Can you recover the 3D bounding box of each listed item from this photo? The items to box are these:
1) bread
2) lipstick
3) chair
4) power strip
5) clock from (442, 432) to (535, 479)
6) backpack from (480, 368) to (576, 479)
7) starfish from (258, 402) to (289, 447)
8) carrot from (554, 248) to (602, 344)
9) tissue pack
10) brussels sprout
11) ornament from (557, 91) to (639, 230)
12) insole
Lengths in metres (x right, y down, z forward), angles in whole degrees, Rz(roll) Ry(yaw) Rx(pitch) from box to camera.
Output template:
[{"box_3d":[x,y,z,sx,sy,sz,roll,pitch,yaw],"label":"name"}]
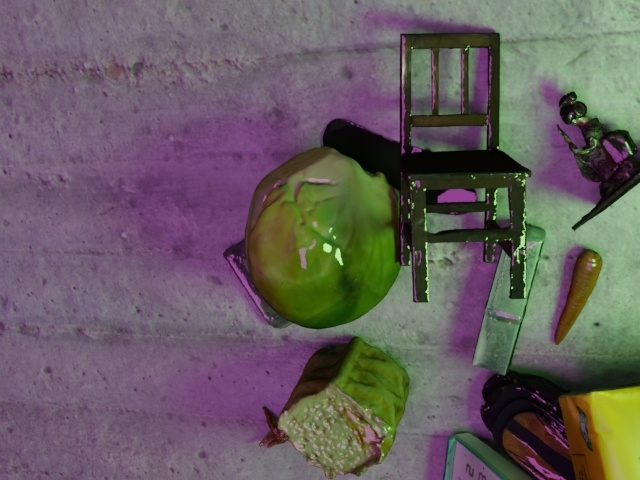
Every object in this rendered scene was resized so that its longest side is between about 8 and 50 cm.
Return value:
[{"box_3d":[0.050,0.326,1.932,0.238,0.252,0.196,34,117,9],"label":"bread"},{"box_3d":[0.351,0.107,1.824,0.076,0.077,0.290,16,114,16],"label":"lipstick"},{"box_3d":[0.233,-0.131,1.641,0.203,0.240,0.416,-2,106,0],"label":"chair"},{"box_3d":[-0.083,0.072,1.991,0.198,0.064,0.213,-33,94,26],"label":"power strip"},{"box_3d":[0.347,0.545,1.950,0.231,0.116,0.262,35,128,54],"label":"clock"},{"box_3d":[0.421,0.353,1.872,0.258,0.133,0.206,36,127,12],"label":"backpack"},{"box_3d":[-0.074,0.417,2.135,0.130,0.041,0.133,12,114,16],"label":"starfish"},{"box_3d":[0.470,0.110,1.801,0.048,0.048,0.216,20,121,13],"label":"carrot"},{"box_3d":[0.595,0.421,1.648,0.293,0.228,0.382,-9,78,-2],"label":"tissue pack"},{"box_3d":[0.000,0.000,1.823,0.268,0.344,0.344,10,116,47],"label":"brussels sprout"},{"box_3d":[0.455,-0.154,1.656,0.153,0.166,0.196,-43,77,37],"label":"ornament"},{"box_3d":[0.149,-0.140,1.848,0.322,0.007,0.109,26,116,11],"label":"insole"}]
